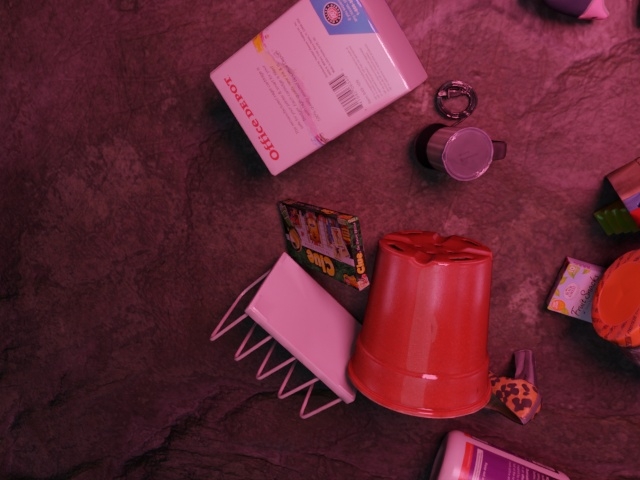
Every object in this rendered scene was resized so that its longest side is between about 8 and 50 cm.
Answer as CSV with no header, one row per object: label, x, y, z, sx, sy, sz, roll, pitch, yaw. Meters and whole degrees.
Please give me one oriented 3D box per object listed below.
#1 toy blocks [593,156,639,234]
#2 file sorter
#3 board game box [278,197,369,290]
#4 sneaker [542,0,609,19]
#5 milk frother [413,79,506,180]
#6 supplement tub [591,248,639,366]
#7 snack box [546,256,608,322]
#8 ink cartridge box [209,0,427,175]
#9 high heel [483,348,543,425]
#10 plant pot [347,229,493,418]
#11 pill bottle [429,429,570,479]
toy blocks,0.571,-0.092,0.675,0.381,0.261,0.190,-32,98,29
file sorter,-0.059,0.210,1.071,0.278,0.193,0.173,44,125,-10
board game box,0.000,0.000,0.978,0.260,0.030,0.136,19,128,57
sneaker,0.425,-0.458,0.675,0.131,0.112,0.319,25,123,-10
milk frother,0.228,-0.186,0.836,0.129,0.135,0.143,-22,109,-5
supplement tub,0.608,0.140,0.774,0.316,0.193,0.193,21,119,-1
snack box,0.500,0.099,0.912,0.141,0.037,0.100,18,116,11
ink cartridge box,0.003,-0.275,0.847,0.270,0.197,0.198,-27,101,28
high heel,0.308,0.322,0.996,0.261,0.186,0.093,-36,97,29
plant pot,0.196,0.132,0.931,0.272,0.272,0.265,9,106,17
pill bottle,0.400,0.544,1.061,0.323,0.181,0.181,19,118,13
